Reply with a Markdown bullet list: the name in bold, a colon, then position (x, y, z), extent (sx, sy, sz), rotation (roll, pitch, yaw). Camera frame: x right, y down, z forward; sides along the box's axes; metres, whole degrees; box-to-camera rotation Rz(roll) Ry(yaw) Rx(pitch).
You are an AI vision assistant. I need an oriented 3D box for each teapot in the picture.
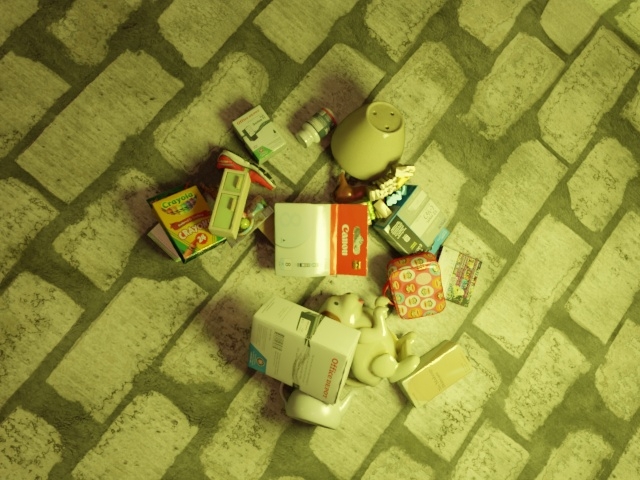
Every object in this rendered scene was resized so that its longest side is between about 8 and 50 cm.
- **teapot**: position (-0.019, 0.664, 1.777), extent (0.255, 0.252, 0.187), rotation (25, 63, -20)

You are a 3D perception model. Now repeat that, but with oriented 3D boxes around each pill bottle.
- **pill bottle**: position (-0.019, -0.503, 1.912), extent (0.180, 0.108, 0.108), rotation (-42, 93, -9)

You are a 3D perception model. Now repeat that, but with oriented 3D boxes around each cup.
- **cup**: position (0.233, -0.458, 1.835), extent (0.330, 0.237, 0.332), rotation (6, 66, -13)

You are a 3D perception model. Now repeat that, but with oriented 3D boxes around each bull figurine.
- **bull figurine**: position (0.208, -0.219, 1.931), extent (0.309, 0.101, 0.189), rotation (7, 78, -14)

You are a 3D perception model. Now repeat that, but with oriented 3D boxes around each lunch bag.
- **lunch bag**: position (0.399, 0.208, 1.856), extent (0.257, 0.120, 0.294), rotation (-14, 120, 3)

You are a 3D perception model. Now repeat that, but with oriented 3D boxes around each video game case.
- **video game case**: position (0.625, 0.169, 1.992), extent (0.210, 0.042, 0.232), rotation (21, 83, -6)

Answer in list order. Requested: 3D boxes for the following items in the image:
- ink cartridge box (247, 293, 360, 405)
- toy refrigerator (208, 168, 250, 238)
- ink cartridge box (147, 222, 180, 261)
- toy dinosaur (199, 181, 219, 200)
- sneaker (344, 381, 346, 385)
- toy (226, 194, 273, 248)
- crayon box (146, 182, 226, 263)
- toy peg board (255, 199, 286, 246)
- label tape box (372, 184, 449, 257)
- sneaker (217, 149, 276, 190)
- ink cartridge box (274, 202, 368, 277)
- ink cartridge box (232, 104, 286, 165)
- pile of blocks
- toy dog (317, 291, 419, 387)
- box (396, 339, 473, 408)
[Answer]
- **ink cartridge box**: position (-0.070, 0.430, 1.682), extent (0.394, 0.166, 0.286), rotation (21, 123, 14)
- **toy refrigerator**: position (-0.370, -0.152, 1.746), extent (0.102, 0.094, 0.270), rotation (11, 71, 3)
- **ink cartridge box**: position (-0.587, -0.049, 1.821), extent (0.171, 0.056, 0.235), rotation (44, 83, -3)
- **toy dinosaur**: position (-0.436, -0.187, 1.859), extent (0.211, 0.064, 0.112), rotation (45, 99, 6)
- **sneaker**: position (0.065, 0.619, 1.841), extent (0.067, 0.119, 0.042), rotation (40, 42, 8)
- **toy**: position (-0.326, -0.093, 1.814), extent (0.237, 0.056, 0.137), rotation (-40, 53, -3)
- **crayon box**: position (-0.558, -0.089, 1.773), extent (0.202, 0.081, 0.319), rotation (-31, 84, -29)
- **toy peg board**: position (-0.182, -0.070, 1.882), extent (0.161, 0.079, 0.161), rotation (-43, 108, -8)
- **label tape box**: position (0.438, -0.043, 1.899), extent (0.347, 0.115, 0.249), rotation (42, 82, -21)
- **sneaker**: position (-0.325, -0.288, 1.870), extent (0.278, 0.107, 0.119), rotation (31, 100, -2)
- **ink cartridge box**: position (0.000, 0.000, 1.770), extent (0.384, 0.091, 0.309), rotation (2, 97, 14)
- **ink cartridge box**: position (-0.271, -0.465, 1.882), extent (0.153, 0.087, 0.209), rotation (-37, 91, -10)
- **pile of blocks**: position (0.260, -0.194, 1.831), extent (0.362, 0.113, 0.149), rotation (-39, 110, 8)
- **toy dog**: position (0.167, 0.395, 1.820), extent (0.408, 0.284, 0.395), rotation (46, 117, -4)
- **box**: position (0.500, 0.592, 1.901), extent (0.310, 0.121, 0.148), rotation (-32, 92, -10)
